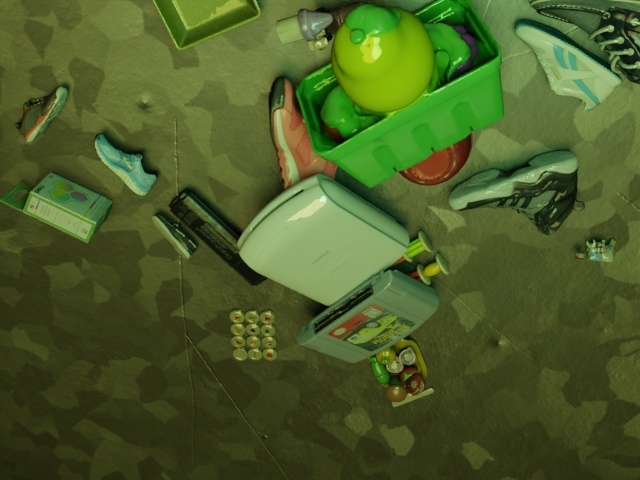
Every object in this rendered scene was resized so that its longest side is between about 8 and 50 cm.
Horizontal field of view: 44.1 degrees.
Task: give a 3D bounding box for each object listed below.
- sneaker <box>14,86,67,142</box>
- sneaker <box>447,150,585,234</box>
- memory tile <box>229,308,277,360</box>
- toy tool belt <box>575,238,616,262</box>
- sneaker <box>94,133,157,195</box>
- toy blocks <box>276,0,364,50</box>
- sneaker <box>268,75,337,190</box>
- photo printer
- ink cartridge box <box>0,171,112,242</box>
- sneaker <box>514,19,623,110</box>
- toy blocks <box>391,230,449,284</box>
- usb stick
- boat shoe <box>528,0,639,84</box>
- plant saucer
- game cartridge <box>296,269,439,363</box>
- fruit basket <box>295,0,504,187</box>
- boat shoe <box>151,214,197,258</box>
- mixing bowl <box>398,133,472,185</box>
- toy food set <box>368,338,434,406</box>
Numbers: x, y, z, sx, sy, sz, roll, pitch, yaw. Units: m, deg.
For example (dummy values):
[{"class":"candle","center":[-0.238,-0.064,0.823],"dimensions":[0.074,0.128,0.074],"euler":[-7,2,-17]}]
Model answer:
[{"class":"sneaker","center":[-0.595,-0.275,1.664],"dimensions":[0.065,0.061,0.158],"euler":[43,115,-9]},{"class":"sneaker","center":[0.408,-0.075,1.623],"dimensions":[0.269,0.101,0.153],"euler":[-18,112,13]},{"class":"memory tile","center":[-0.162,0.231,1.914],"dimensions":[0.113,0.012,0.148],"euler":[2,119,6]},{"class":"toy tool belt","center":[0.589,0.018,1.690],"dimensions":[0.083,0.052,0.051],"euler":[7,88,0]},{"class":"sneaker","center":[-0.418,-0.175,1.706],"dimensions":[0.073,0.063,0.162],"euler":[-42,112,6]},{"class":"toy blocks","center":[0.050,-0.494,1.326],"dimensions":[0.260,0.288,0.308],"euler":[-12,111,19]},{"class":"sneaker","center":[-0.026,-0.198,1.622],"dimensions":[0.136,0.116,0.313],"euler":[-11,124,1]},{"class":"photo printer","center":[0.000,0.000,1.646],"dimensions":[0.256,0.107,0.308],"euler":[-38,135,23]},{"class":"ink cartridge box","center":[-0.578,-0.086,1.735],"dimensions":[0.209,0.109,0.062],"euler":[26,118,-7]},{"class":"sneaker","center":[0.453,-0.331,1.488],"dimensions":[0.229,0.087,0.092],"euler":[32,120,-8]},{"class":"toy blocks","center":[0.192,0.060,1.753],"dimensions":[0.148,0.054,0.123],"euler":[-31,111,22]},{"class":"usb stick","center":[-0.220,-0.003,1.775],"dimensions":[0.077,0.045,0.278],"euler":[-36,109,30]},{"class":"boat shoe","center":[0.536,-0.367,1.412],"dimensions":[0.341,0.127,0.158],"euler":[7,95,3]},{"class":"plant saucer","center":[-0.229,-0.485,1.509],"dimensions":[0.188,0.045,0.188],"euler":[-18,115,17]},{"class":"game cartridge","center":[0.113,0.179,1.770],"dimensions":[0.196,0.060,0.294],"euler":[23,131,-41]},{"class":"fruit basket","center":[0.119,-0.303,1.394],"dimensions":[0.392,0.283,0.392],"euler":[-7,135,-7]},{"class":"boat shoe","center":[-0.329,-0.015,1.785],"dimensions":[0.125,0.038,0.046],"euler":[49,155,-13]},{"class":"mixing bowl","center":[0.218,-0.181,1.593],"dimensions":[0.182,0.098,0.181],"euler":[3,118,5]},{"class":"toy food set","center":[0.190,0.325,1.888],"dimensions":[0.128,0.071,0.217],"euler":[-18,115,16]}]
